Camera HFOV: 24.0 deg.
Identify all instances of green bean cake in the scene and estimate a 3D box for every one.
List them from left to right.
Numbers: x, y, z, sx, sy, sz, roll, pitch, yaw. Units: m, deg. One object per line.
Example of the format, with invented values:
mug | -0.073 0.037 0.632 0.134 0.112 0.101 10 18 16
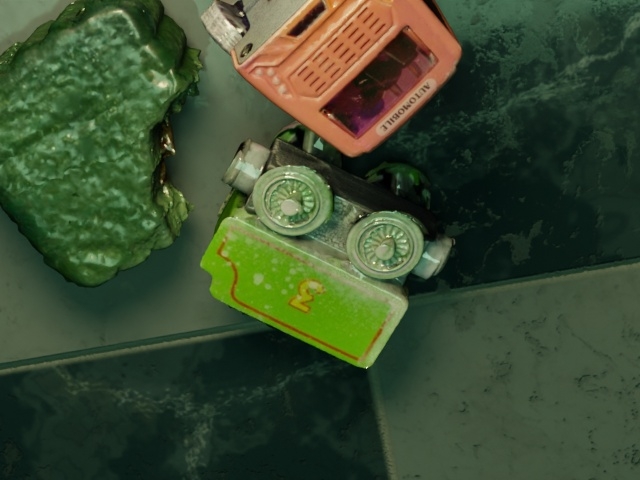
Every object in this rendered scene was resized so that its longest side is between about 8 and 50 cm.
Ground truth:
green bean cake | -0.270 -0.135 1.883 0.300 0.169 0.308 -31 108 13

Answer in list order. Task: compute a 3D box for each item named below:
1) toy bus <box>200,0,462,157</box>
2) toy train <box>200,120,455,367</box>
toy bus | 0.006 -0.284 1.693 0.203 0.427 0.233 -43 116 15
toy train | 0.000 0.000 1.937 0.307 0.173 0.249 26 118 -9
